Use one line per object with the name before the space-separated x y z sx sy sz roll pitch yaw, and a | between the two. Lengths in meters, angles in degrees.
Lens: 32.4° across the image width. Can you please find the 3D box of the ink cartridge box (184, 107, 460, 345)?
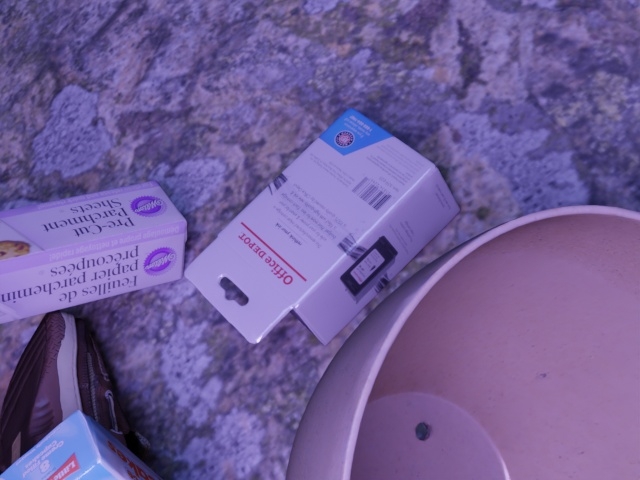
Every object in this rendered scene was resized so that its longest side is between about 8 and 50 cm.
ink cartridge box | 0.000 0.000 0.812 0.180 0.060 0.104 -44 50 -6

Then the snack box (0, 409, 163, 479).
snack box | -0.198 0.268 0.647 0.322 0.187 0.060 -41 34 -2

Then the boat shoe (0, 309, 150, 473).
boat shoe | -0.174 0.148 0.793 0.095 0.095 0.257 -54 25 21

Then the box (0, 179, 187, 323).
box | -0.260 0.025 0.819 0.324 0.063 0.067 -13 43 -27

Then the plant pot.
plant pot | 0.093 0.141 0.560 0.191 0.284 0.284 -23 38 61
